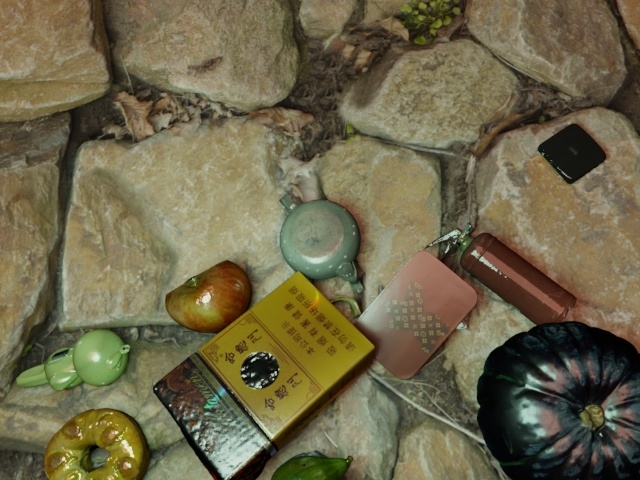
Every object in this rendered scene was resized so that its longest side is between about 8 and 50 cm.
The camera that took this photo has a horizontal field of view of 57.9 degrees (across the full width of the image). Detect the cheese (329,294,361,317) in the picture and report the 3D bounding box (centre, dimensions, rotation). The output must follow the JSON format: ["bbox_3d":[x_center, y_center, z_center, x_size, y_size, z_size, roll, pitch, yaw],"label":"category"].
[{"bbox_3d":[0.061,0.151,1.366,0.084,0.060,0.041,26,77,6],"label":"cheese"}]

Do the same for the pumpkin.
[{"bbox_3d":[0.497,0.337,1.145,0.364,0.266,0.363,-2,74,7],"label":"pumpkin"}]

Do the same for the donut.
[{"bbox_3d":[-0.498,0.487,1.298,0.227,0.114,0.226,-2,73,7],"label":"donut"}]

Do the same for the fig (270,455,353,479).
[{"bbox_3d":[-0.011,0.477,1.152,0.178,0.117,0.117,-24,72,-10],"label":"fig"}]

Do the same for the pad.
[{"bbox_3d":[0.211,0.169,1.310,0.181,0.004,0.267,40,94,8],"label":"pad"}]

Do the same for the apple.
[{"bbox_3d":[-0.255,0.134,1.346,0.195,0.173,0.160,-33,70,0],"label":"apple"}]

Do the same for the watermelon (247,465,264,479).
[{"bbox_3d":[-0.164,0.463,1.301,0.094,0.125,0.135,-4,38,37],"label":"watermelon"}]

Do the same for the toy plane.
[{"bbox_3d":[0.223,0.168,1.340,0.226,0.058,0.226,17,75,8],"label":"toy plane"}]

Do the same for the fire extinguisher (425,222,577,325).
[{"bbox_3d":[0.399,0.082,1.329,0.337,0.106,0.147,39,104,17],"label":"fire extinguisher"}]

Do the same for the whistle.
[{"bbox_3d":[-0.573,0.306,1.374,0.294,0.141,0.141,-29,71,18],"label":"whistle"}]

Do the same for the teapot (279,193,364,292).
[{"bbox_3d":[0.000,0.000,1.384,0.193,0.129,0.294,-40,71,-6],"label":"teapot"}]

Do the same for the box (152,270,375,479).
[{"bbox_3d":[-0.117,0.293,1.250,0.415,0.115,0.264,-37,64,-19],"label":"box"}]

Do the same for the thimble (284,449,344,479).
[{"bbox_3d":[-0.024,0.529,1.238,0.150,0.098,0.150,-2,74,6],"label":"thimble"}]

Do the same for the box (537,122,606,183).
[{"bbox_3d":[0.621,-0.216,1.428,0.125,0.027,0.126,-33,71,-6],"label":"box"}]
